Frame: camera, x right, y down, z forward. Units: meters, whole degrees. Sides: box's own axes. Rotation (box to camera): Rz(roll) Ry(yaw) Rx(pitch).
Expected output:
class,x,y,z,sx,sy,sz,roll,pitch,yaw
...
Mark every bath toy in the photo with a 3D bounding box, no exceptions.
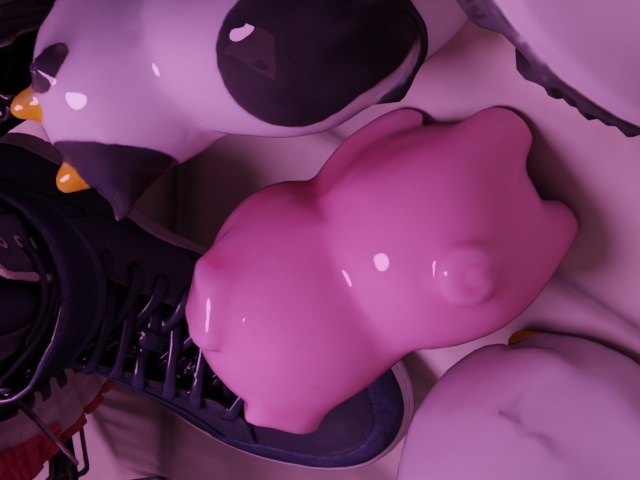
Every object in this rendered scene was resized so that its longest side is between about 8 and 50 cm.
class,x,y,z,sx,sy,sz,roll,pitch,yaw
bath toy,0.000,0.000,0.605,0.151,0.129,0.348,-7,123,51

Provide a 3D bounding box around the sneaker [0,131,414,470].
class,x,y,z,sx,sy,sz,roll,pitch,yaw
sneaker,-0.078,0.041,0.689,0.226,0.163,0.086,28,105,6

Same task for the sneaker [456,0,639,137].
class,x,y,z,sx,sy,sz,roll,pitch,yaw
sneaker,0.064,-0.250,0.256,0.257,0.169,0.447,-21,106,39

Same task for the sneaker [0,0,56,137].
class,x,y,z,sx,sy,sz,roll,pitch,yaw
sneaker,-0.140,-0.069,0.717,0.170,0.089,0.051,-6,115,50

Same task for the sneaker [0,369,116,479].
class,x,y,z,sx,sy,sz,roll,pitch,yaw
sneaker,-0.168,0.068,0.770,0.121,0.299,0.112,-39,98,14

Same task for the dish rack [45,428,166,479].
class,x,y,z,sx,sy,sz,roll,pitch,yaw
dish rack,-0.098,0.210,0.917,0.208,0.074,0.271,-117,19,-69
